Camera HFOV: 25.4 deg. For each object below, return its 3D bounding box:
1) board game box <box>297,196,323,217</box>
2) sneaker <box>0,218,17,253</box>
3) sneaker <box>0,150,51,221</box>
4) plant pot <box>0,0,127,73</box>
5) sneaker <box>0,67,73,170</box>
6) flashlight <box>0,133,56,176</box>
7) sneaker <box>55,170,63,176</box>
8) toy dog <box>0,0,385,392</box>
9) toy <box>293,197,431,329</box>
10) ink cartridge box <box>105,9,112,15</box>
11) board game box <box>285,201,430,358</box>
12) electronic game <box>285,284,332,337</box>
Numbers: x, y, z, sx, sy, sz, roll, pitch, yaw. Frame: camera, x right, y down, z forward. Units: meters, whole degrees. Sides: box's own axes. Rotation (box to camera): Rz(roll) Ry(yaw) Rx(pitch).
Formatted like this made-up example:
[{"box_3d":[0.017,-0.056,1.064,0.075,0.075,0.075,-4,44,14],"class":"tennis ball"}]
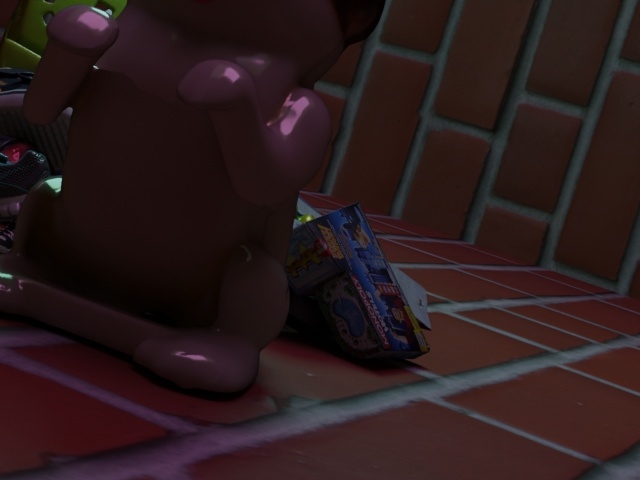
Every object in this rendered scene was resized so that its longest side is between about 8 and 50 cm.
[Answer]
[{"box_3d":[0.000,0.000,2.084,0.160,0.047,0.210,40,6,-1],"class":"board game box"},{"box_3d":[-0.325,-0.007,1.485,0.032,0.037,0.083,21,8,17],"class":"sneaker"},{"box_3d":[-0.355,-0.057,1.523,0.166,0.076,0.065,-5,-7,17],"class":"sneaker"},{"box_3d":[-0.348,-0.241,2.001,0.227,0.207,0.228,30,-30,-13],"class":"plant pot"},{"box_3d":[-0.377,-0.161,1.805,0.321,0.127,0.126,-6,-45,44],"class":"sneaker"},{"box_3d":[-0.280,-0.042,1.652,0.304,0.103,0.103,19,3,28],"class":"flashlight"},{"box_3d":[-0.347,-0.107,1.941,0.091,0.126,0.240,14,7,-29],"class":"sneaker"},{"box_3d":[-0.087,-0.104,1.254,0.285,0.408,0.395,21,7,26],"class":"toy dog"},{"box_3d":[0.041,0.041,1.922,0.237,0.056,0.137,38,18,-14],"class":"toy"},{"box_3d":[-0.292,-0.250,2.334,0.207,0.119,0.353,44,-25,15],"class":"ink cartridge box"},{"box_3d":[0.021,0.045,1.526,0.194,0.060,0.194,10,52,-64],"class":"board game box"},{"box_3d":[-0.069,0.024,1.578,0.229,0.048,0.229,39,12,-10],"class":"electronic game"}]
